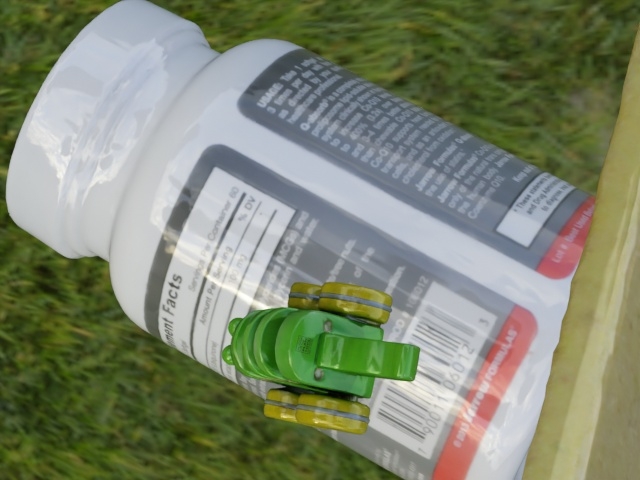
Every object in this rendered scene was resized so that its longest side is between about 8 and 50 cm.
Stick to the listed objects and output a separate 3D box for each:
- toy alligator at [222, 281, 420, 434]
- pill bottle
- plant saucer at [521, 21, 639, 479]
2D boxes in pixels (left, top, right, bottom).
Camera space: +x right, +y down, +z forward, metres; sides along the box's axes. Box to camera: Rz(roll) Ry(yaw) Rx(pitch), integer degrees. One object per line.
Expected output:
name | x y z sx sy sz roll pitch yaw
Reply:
toy alligator | -0.016 0.045 0.712 0.051 0.190 0.056 15 83 -19
pill bottle | 0.000 0.000 1.090 0.363 0.210 0.210 29 79 13
plant saucer | 0.228 0.012 0.359 0.081 0.333 0.332 81 23 -45
